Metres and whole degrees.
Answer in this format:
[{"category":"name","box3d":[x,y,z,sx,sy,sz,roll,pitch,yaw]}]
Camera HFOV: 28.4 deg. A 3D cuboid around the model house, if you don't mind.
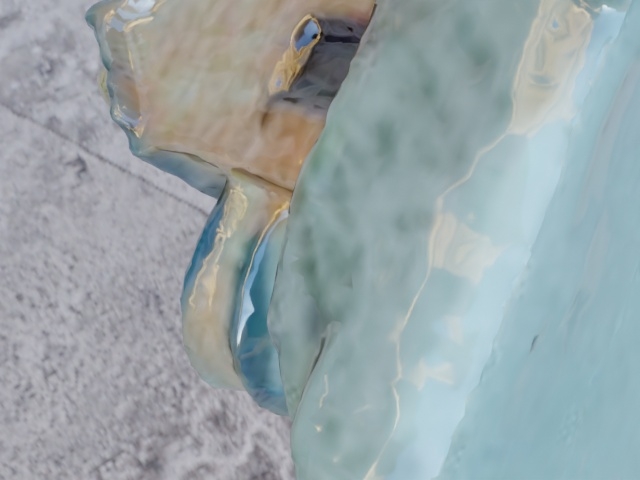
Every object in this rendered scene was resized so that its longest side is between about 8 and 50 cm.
[{"category":"model house","box3d":[0.000,0.000,0.528,0.325,0.267,0.194,21,85,37]}]
